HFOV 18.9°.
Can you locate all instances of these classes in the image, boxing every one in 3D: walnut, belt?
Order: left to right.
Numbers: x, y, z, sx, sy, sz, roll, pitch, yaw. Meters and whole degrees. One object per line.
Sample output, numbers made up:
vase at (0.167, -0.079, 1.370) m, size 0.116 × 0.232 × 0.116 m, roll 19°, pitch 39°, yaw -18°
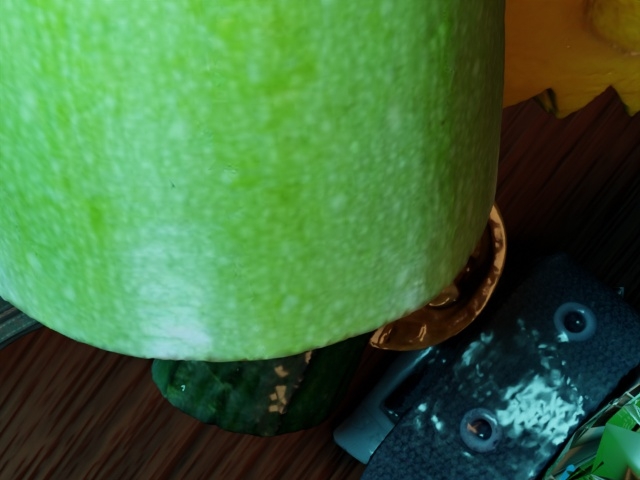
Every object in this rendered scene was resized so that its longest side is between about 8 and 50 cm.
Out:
walnut at (0.060, 0.005, 1.127) m, size 0.091 × 0.052 × 0.121 m, roll 27°, pitch 111°, yaw -5°
belt at (0.103, 0.104, 1.201) m, size 0.218 × 0.128 × 0.122 m, roll -51°, pitch 164°, yaw 11°

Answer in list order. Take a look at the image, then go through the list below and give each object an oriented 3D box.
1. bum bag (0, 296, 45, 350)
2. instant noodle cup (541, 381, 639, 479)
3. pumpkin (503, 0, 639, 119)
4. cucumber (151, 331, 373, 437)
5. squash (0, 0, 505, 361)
bum bag at (-0.135, -0.007, 1.006) m, size 0.198 × 0.049 × 0.087 m, roll -31°, pitch 119°, yaw -2°
instant noodle cup at (0.269, 0.160, 1.139) m, size 0.240 × 0.178 × 0.240 m, roll -30°, pitch 159°, yaw -13°
pumpkin at (0.146, -0.158, 1.034) m, size 0.254 × 0.149 × 0.130 m, roll 1°, pitch 155°, yaw -22°
cucumber at (0.000, 0.000, 1.061) m, size 0.115 × 0.063 × 0.243 m, roll 17°, pitch 112°, yaw -14°
squash at (-0.050, -0.168, 0.775) m, size 0.263 × 0.263 × 0.384 m, roll -18°, pitch 133°, yaw -19°
